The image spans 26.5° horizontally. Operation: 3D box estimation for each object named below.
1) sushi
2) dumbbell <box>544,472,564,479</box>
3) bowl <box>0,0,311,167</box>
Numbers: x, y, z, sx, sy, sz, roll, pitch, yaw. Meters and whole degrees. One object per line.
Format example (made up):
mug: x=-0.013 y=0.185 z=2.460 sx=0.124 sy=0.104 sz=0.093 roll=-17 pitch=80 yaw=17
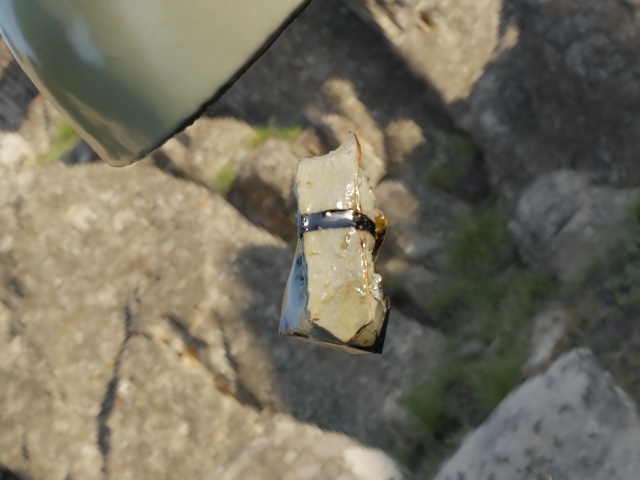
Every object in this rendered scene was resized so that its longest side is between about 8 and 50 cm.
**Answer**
sushi: x=0.018 y=-0.009 z=1.593 sx=0.109 sy=0.134 sz=0.273 roll=36 pitch=-120 yaw=-74
dumbbell: x=0.285 y=0.334 z=1.640 sx=0.069 sy=0.147 sz=0.069 roll=-12 pitch=37 yaw=9
bowl: x=-0.088 y=-0.237 z=0.804 sx=0.354 sy=0.185 sz=0.354 roll=-45 pitch=19 yaw=20
